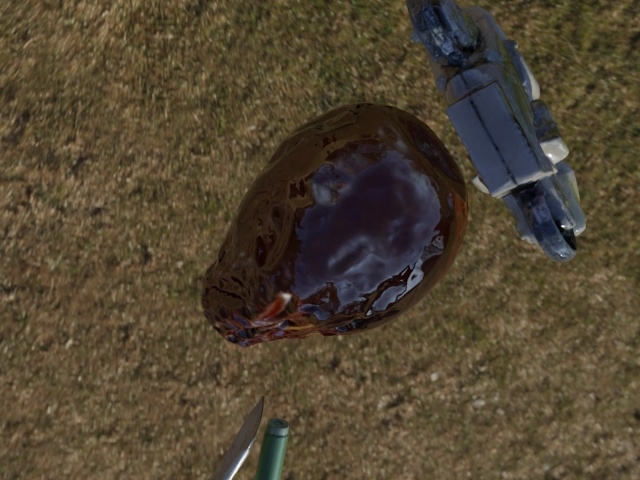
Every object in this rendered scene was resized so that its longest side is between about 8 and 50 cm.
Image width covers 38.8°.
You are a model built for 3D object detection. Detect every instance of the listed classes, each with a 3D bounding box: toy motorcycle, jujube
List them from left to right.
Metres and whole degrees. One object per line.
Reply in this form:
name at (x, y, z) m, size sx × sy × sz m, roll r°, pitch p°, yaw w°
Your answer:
jujube at (0.000, 0.000, 0.690) m, size 0.168 × 0.168 × 0.236 m, roll 40°, pitch 124°, yaw -23°
toy motorcycle at (0.202, -0.139, 1.021) m, size 0.107 × 0.223 × 0.341 m, roll -27°, pitch 97°, yaw 24°

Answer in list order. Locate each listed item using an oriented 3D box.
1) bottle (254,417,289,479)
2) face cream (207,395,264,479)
bottle at (-0.056, 0.251, 1.065) m, size 0.030 × 0.030 × 0.083 m, roll 8°, pitch 103°, yaw -14°
face cream at (-0.123, 0.284, 1.026) m, size 0.070 × 0.114 × 0.224 m, roll 33°, pitch 104°, yaw -7°
